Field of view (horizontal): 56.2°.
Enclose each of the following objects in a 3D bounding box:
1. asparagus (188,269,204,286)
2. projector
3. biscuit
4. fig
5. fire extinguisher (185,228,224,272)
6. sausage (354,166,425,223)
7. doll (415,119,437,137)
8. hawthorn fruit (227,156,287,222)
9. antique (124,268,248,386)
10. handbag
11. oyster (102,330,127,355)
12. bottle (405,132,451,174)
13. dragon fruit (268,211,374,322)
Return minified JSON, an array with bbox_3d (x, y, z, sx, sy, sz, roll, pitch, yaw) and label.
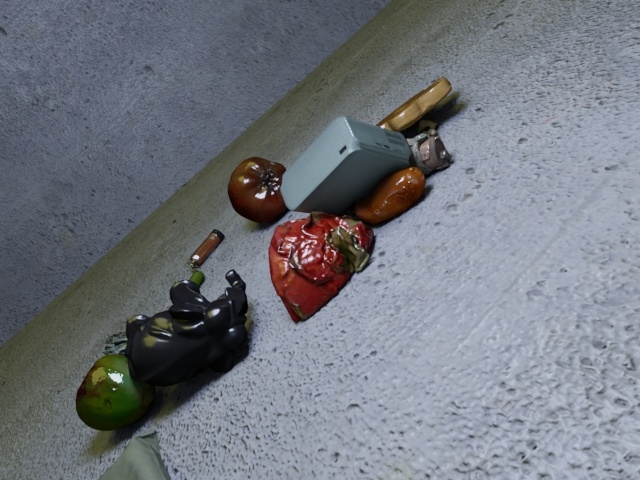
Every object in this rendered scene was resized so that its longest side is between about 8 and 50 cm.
[{"bbox_3d":[-0.409,0.164,1.839,0.178,0.045,0.041,-66,-1,-46],"label":"asparagus"},{"bbox_3d":[0.056,-0.162,1.374,0.250,0.198,0.108,-44,56,36],"label":"projector"},{"bbox_3d":[0.241,-0.351,1.671,0.275,0.052,0.355,-39,7,-8],"label":"biscuit"},{"bbox_3d":[-0.480,0.359,1.419,0.191,0.181,0.181,5,45,28],"label":"fig"},{"bbox_3d":[-0.398,0.038,2.058,0.062,0.050,0.177,22,59,23],"label":"fire extinguisher"},{"bbox_3d":[0.160,-0.097,1.356,0.179,0.089,0.089,-34,22,26],"label":"sausage"},{"bbox_3d":[0.279,-0.277,1.571,0.062,0.051,0.093,-19,59,37],"label":"doll"},{"bbox_3d":[-0.199,-0.141,1.901,0.208,0.208,0.248,-56,2,-35],"label":"hawthorn fruit"},{"bbox_3d":[-0.302,0.211,1.380,0.322,0.185,0.255,-34,17,-2],"label":"antique"},{"bbox_3d":[-0.342,0.486,1.018,0.253,0.109,0.316,-50,23,-11],"label":"handbag"},{"bbox_3d":[-0.509,0.294,1.688,0.199,0.112,0.268,-23,10,-14],"label":"oyster"},{"bbox_3d":[0.231,-0.197,1.404,0.152,0.099,0.099,-16,32,44],"label":"bottle"},{"bbox_3d":[0.000,0.000,1.330,0.205,0.152,0.317,-29,23,25],"label":"dragon fruit"}]
